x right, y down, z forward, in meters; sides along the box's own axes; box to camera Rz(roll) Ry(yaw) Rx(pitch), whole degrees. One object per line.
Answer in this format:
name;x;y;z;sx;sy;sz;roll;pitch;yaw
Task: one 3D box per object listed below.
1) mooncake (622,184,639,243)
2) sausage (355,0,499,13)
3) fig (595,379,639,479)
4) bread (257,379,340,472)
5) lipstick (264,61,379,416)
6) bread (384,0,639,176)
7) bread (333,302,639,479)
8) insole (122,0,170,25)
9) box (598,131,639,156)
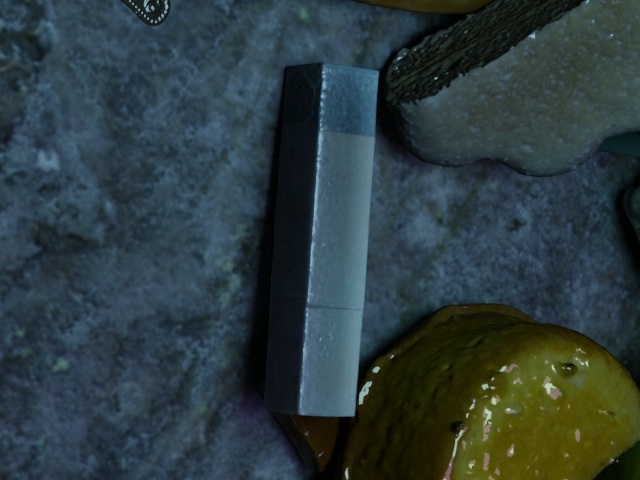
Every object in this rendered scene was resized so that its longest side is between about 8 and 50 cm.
mooncake;0.453;-0.015;1.992;0.250;0.136;0.254;-37;113;-27
sausage;0.056;-0.277;1.663;0.354;0.116;0.134;7;124;-42
fig;0.429;0.286;1.929;0.343;0.343;0.343;-7;103;-35
bread;-0.009;0.162;1.746;0.062;0.043;0.109;-38;117;-23
lipstick;0.000;0.000;1.681;0.068;0.066;0.317;5;87;-35
bread;0.232;-0.162;1.727;0.337;0.102;0.183;-27;128;17
bread;0.151;0.169;1.769;0.340;0.194;0.179;-32;115;-30
insole;-0.178;-0.230;1.576;0.135;0.002;0.045;41;75;-34
box;0.386;-0.184;1.901;0.245;0.153;0.092;-36;118;-24
